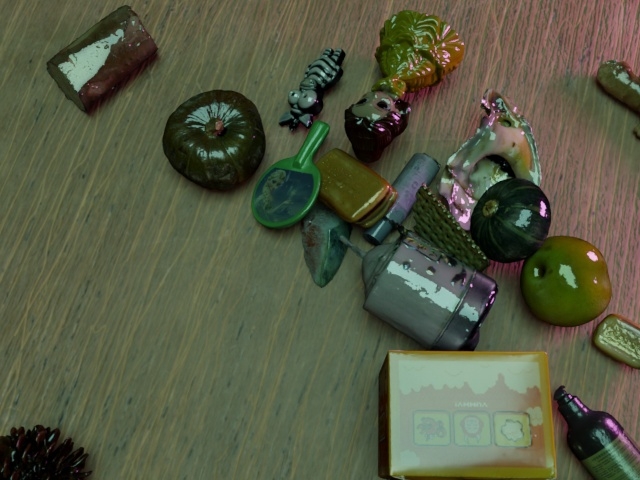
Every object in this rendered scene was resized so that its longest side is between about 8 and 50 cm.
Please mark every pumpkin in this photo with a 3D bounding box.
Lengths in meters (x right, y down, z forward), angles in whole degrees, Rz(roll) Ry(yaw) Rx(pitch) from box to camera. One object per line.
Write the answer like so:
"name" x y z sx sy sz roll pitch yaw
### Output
"pumpkin" 0.360 -0.035 1.359 0.125 0.167 0.167 40 73 -28
"pumpkin" -0.219 -0.209 1.486 0.219 0.162 0.218 1 71 -3

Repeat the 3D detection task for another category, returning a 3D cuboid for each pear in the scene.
"pear" 0.488 0.080 1.384 0.216 0.166 0.180 12 55 -28

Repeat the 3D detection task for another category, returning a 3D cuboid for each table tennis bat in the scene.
"table tennis bat" -0.052 -0.138 1.489 0.160 0.039 0.257 18 74 37

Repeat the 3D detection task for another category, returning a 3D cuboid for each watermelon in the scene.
"watermelon" 0.008 0.002 1.470 0.094 0.081 0.180 -11 64 25

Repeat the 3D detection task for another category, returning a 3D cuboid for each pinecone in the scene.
"pinecone" -0.494 0.413 1.285 0.165 0.163 0.162 10 72 -3

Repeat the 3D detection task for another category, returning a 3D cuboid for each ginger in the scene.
"ginger" 0.732 -0.268 1.525 0.148 0.081 0.333 -26 72 -2

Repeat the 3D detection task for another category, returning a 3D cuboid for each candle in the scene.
"candle" 0.167 0.081 1.365 0.330 0.187 0.187 32 75 9

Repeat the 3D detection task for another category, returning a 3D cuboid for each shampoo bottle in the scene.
"shampoo bottle" 0.163 -0.084 1.484 0.072 0.072 0.214 34 75 12
"shampoo bottle" 0.523 0.387 1.300 0.101 0.101 0.283 -34 74 -10

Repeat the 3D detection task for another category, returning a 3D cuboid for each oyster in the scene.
"oyster" 0.355 -0.141 1.482 0.271 0.100 0.275 -42 95 -11

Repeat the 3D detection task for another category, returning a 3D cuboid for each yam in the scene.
"yam" -0.472 -0.404 1.578 0.238 0.129 0.128 -42 40 -12

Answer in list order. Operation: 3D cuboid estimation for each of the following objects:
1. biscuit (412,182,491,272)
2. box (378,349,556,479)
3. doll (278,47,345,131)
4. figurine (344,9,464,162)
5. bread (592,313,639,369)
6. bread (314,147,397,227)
"biscuit" 0.246 -0.006 1.416 0.016 0.144 0.203 -34 75 -23
"box" 0.233 0.314 1.234 0.260 0.283 0.213 -1 71 1
"doll" -0.014 -0.333 1.570 0.091 0.067 0.219 17 72 34
"figurine" 0.148 -0.312 1.471 0.187 0.168 0.315 31 59 1
"bread" 0.588 0.194 1.386 0.115 0.056 0.082 27 92 22
"bread" 0.057 -0.106 1.463 0.116 0.077 0.200 -50 48 0
